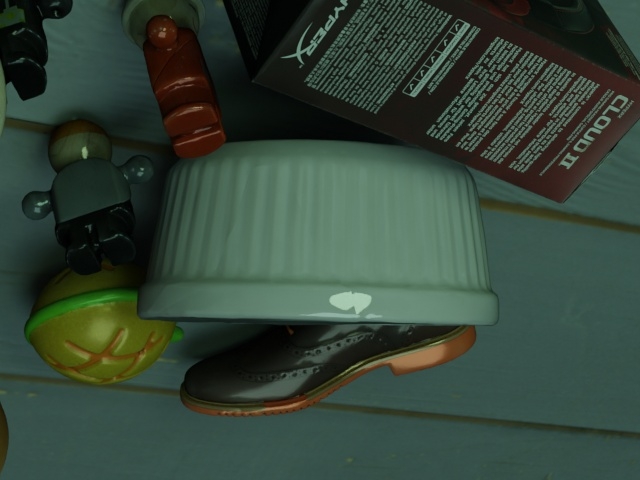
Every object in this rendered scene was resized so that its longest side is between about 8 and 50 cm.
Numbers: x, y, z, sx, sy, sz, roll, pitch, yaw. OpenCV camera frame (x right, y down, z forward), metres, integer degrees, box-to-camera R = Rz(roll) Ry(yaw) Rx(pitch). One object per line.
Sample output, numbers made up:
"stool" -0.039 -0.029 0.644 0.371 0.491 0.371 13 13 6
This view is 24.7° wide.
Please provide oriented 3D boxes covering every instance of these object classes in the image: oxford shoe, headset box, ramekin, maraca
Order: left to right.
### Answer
"maraca" -0.175 0.073 1.214 0.127 0.099 0.185 -10 161 1
"oxford shoe" 0.000 0.079 1.299 0.271 0.097 0.098 -18 117 -9
"ramekin" 0.000 0.000 1.100 0.273 0.127 0.273 2 176 0
"headset box" 0.076 -0.160 0.980 0.293 0.218 0.110 19 124 -33

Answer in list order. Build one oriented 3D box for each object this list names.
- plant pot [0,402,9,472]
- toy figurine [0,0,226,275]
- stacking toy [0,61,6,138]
"plant pot" -0.389 0.097 1.045 0.291 0.291 0.203 -13 121 -7
"toy figurine" -0.189 -0.096 1.009 0.213 0.148 0.209 11 135 -33
"stacking toy" -0.332 -0.066 0.918 0.141 0.141 0.330 23 159 -36
